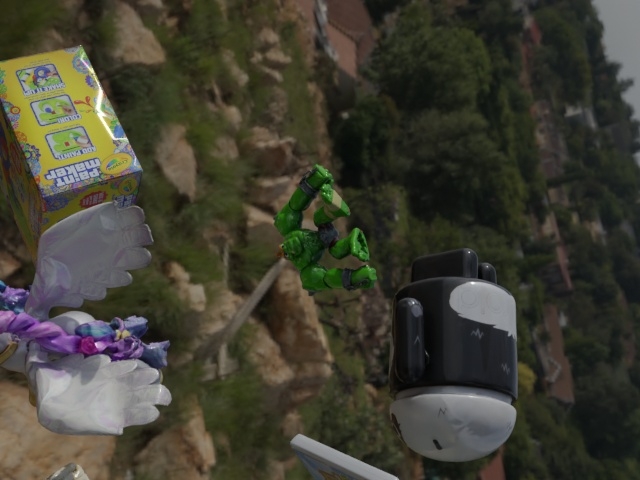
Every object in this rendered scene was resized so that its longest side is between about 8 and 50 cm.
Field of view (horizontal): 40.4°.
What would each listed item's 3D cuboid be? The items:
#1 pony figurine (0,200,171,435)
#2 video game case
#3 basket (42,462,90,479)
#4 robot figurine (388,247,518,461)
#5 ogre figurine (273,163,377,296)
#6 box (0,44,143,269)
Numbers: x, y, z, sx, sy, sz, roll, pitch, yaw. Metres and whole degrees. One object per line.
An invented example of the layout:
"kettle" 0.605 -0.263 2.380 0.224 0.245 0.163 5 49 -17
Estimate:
"pony figurine" -0.352 0.138 1.195 0.363 0.351 0.303 55 27 -68
"video game case" 0.069 0.347 1.122 0.023 0.212 0.193 -43 116 -24
"basket" -0.447 0.529 1.187 0.266 0.331 0.328 57 30 3
"robot figurine" 0.175 0.155 1.171 0.173 0.209 0.278 126 -29 -63
"ogre figurine" 0.000 0.000 1.301 0.197 0.118 0.097 56 25 -2
"box" -0.465 -0.137 1.562 0.279 0.177 0.290 60 -29 19
